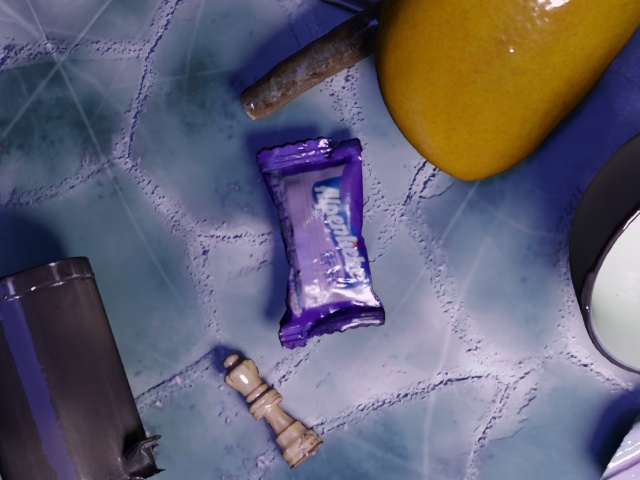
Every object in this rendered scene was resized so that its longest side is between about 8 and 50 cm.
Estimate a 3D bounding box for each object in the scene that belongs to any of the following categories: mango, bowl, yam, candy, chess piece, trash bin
[{"bbox_3d":[0.226,-0.277,1.442,0.300,0.232,0.446,15,121,-13],"label":"mango"},{"bbox_3d":[0.443,-0.023,1.432,0.353,0.354,0.185,-30,41,8],"label":"bowl"},{"bbox_3d":[0.014,-0.244,1.591,0.274,0.061,0.061,-29,85,17],"label":"yam"},{"bbox_3d":[0.000,0.000,1.597,0.145,0.070,0.275,-8,84,3],"label":"candy"},{"bbox_3d":[-0.072,0.222,1.614,0.060,0.060,0.172,-42,81,6],"label":"chess piece"},{"bbox_3d":[-0.355,0.195,1.587,0.252,0.203,0.302,-22,87,26],"label":"trash bin"}]

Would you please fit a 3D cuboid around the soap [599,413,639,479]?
[{"bbox_3d":[0.458,0.272,1.508,0.230,0.091,0.145,-30,82,8],"label":"soap"}]

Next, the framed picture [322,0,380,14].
[{"bbox_3d":[0.227,-0.466,1.587,0.326,0.028,0.446,24,93,9],"label":"framed picture"}]
